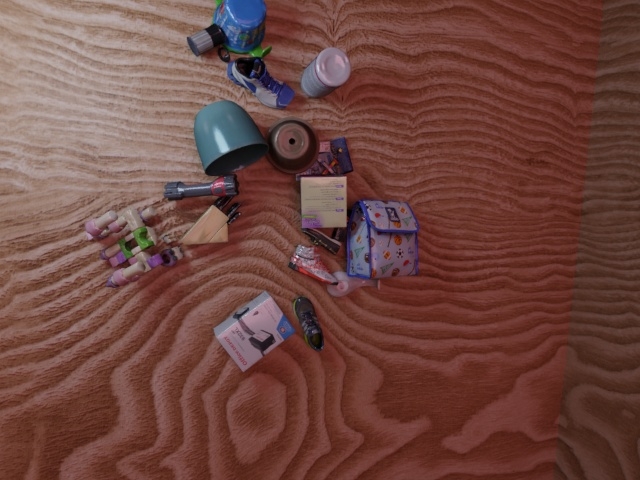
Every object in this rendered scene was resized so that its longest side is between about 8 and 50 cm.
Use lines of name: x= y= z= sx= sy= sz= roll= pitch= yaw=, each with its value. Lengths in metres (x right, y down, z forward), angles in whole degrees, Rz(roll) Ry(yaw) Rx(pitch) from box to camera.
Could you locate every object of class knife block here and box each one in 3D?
knife block: x=-0.491 y=-0.110 z=1.803 sx=0.275 sy=0.088 sz=0.242 roll=-5 pitch=96 yaw=-20

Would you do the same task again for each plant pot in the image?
plant pot: x=-0.126 y=-0.434 z=1.795 sx=0.263 sy=0.229 sz=0.263 roll=0 pitch=97 yaw=-4
plant pot: x=-0.398 y=-0.445 z=1.708 sx=0.293 sy=0.293 sz=0.235 roll=-23 pitch=88 yaw=-16

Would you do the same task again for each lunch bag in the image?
lunch bag: x=0.315 y=-0.010 z=2.017 sx=0.327 sy=0.239 sz=0.386 roll=0 pitch=89 yaw=-31

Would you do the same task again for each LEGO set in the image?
LEGO set: x=-0.002 y=-0.388 z=1.940 sx=0.244 sy=0.060 sz=0.183 roll=-6 pitch=99 yaw=-16

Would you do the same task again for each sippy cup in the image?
sippy cup: x=-0.330 y=-0.945 z=1.703 sx=0.305 sy=0.224 sz=0.240 roll=17 pitch=90 yaw=-21

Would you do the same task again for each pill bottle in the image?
pill bottle: x=0.013 y=-0.743 z=1.813 sx=0.160 sy=0.283 sz=0.160 roll=-2 pitch=96 yaw=-20

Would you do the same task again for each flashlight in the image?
flashlight: x=-0.510 y=-0.229 z=1.741 sx=0.304 sy=0.103 sz=0.103 roll=-4 pitch=75 yaw=3

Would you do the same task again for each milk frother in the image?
milk frother: x=-0.472 y=-0.817 z=1.716 sx=0.134 sy=0.129 sz=0.143 roll=-37 pitch=100 yaw=-16

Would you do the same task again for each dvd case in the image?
dvd case: x=0.030 y=-0.395 z=1.995 sx=0.253 sy=0.022 sz=0.180 roll=-20 pitch=103 yaw=-17

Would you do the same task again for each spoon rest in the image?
spoon rest: x=0.166 y=0.228 z=2.089 sx=0.276 sy=0.084 sz=0.137 roll=0 pitch=94 yaw=-6

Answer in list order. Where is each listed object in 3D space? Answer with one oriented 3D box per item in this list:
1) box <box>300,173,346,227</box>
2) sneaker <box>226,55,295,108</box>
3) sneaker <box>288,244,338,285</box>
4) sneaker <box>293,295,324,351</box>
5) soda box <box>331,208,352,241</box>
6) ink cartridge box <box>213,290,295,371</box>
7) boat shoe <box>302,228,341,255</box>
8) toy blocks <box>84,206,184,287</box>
box: x=0.013 y=-0.190 z=1.913 sx=0.213 sy=0.117 sz=0.243 roll=-2 pitch=105 yaw=-3
sneaker: x=-0.259 y=-0.702 z=1.775 sx=0.315 sy=0.182 sz=0.127 roll=25 pitch=88 yaw=-20
sneaker: x=-0.011 y=0.115 z=1.984 sx=0.270 sy=0.090 sz=0.145 roll=23 pitch=88 yaw=-9
sneaker: x=-0.044 y=0.416 z=1.998 sx=0.111 sy=0.121 sz=0.300 roll=-25 pitch=103 yaw=-16
soda box: x=0.113 y=-0.080 z=2.040 sx=0.060 sy=0.053 sz=0.169 roll=19 pitch=90 yaw=-21
ink cartridge box: x=-0.311 y=0.426 z=1.900 sx=0.307 sy=0.129 sz=0.223 roll=-36 pitch=106 yaw=-13
boat shoe: x=0.000 y=0.000 z=1.993 sx=0.227 sy=0.081 sz=0.069 roll=28 pitch=82 yaw=-23
toy blocks: x=-0.803 y=0.037 z=1.668 sx=0.260 sy=0.309 sz=0.289 roll=-27 pitch=93 yaw=18
